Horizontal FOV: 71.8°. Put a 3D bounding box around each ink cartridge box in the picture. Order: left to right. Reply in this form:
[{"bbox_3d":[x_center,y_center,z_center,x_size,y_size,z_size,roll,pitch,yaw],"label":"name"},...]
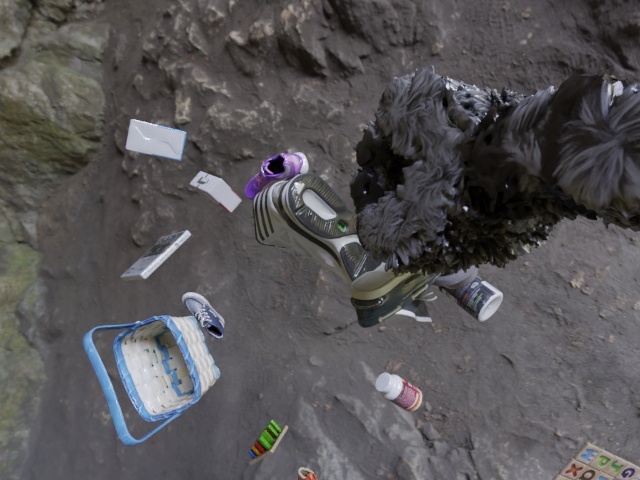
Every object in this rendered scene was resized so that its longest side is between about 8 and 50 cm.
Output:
[{"bbox_3d":[-0.159,-0.097,0.431,0.083,0.048,0.028,-148,69,-68],"label":"ink cartridge box"},{"bbox_3d":[-0.310,-0.144,1.306,0.135,0.099,0.056,24,72,48],"label":"ink cartridge box"}]

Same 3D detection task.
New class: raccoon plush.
[{"bbox_3d":[0.235,-0.032,0.464,0.446,0.300,0.215,43,122,58],"label":"raccoon plush"}]

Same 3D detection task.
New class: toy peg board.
[{"bbox_3d":[-0.250,0.884,1.963,0.161,0.161,0.079,-40,90,28],"label":"toy peg board"}]

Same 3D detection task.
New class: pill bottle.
[{"bbox_3d":[0.257,0.499,1.463,0.086,0.152,0.086,-40,28,26],"label":"pill bottle"},{"bbox_3d":[0.519,0.171,1.602,0.246,0.131,0.130,42,106,39],"label":"pill bottle"}]

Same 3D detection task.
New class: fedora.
[{"bbox_3d":[0.446,0.059,1.507,0.244,0.124,0.275,-31,38,18],"label":"fedora"}]

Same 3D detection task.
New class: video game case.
[{"bbox_3d":[-0.460,0.044,1.231,0.191,0.022,0.173,-9,35,51],"label":"video game case"}]

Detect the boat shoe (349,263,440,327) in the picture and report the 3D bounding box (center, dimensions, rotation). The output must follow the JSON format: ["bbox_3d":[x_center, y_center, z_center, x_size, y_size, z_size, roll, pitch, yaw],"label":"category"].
[{"bbox_3d":[0.153,0.078,0.801,0.095,0.255,0.078,8,113,41],"label":"boat shoe"}]

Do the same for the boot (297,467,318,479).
[{"bbox_3d":[-0.019,0.744,1.318,0.158,0.059,0.084,8,101,50],"label":"boot"}]

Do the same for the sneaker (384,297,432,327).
[{"bbox_3d":[0.295,0.228,1.587,0.105,0.296,0.146,-27,63,30],"label":"sneaker"}]

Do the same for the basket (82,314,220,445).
[{"bbox_3d":[-0.383,0.303,1.020,0.201,0.289,0.254,-28,78,13],"label":"basket"}]

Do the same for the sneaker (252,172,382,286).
[{"bbox_3d":[0.000,-0.001,1.188,0.258,0.447,0.169,-2,51,48],"label":"sneaker"}]

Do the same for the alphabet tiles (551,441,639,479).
[{"bbox_3d":[0.502,0.506,0.856,0.237,0.199,0.009,-57,20,12],"label":"alphabet tiles"}]

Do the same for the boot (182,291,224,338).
[{"bbox_3d":[-0.400,0.259,1.528,0.069,0.190,0.086,-43,26,3],"label":"boot"}]

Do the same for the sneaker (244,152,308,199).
[{"bbox_3d":[-0.156,-0.200,1.354,0.237,0.105,0.095,-28,76,28],"label":"sneaker"}]
